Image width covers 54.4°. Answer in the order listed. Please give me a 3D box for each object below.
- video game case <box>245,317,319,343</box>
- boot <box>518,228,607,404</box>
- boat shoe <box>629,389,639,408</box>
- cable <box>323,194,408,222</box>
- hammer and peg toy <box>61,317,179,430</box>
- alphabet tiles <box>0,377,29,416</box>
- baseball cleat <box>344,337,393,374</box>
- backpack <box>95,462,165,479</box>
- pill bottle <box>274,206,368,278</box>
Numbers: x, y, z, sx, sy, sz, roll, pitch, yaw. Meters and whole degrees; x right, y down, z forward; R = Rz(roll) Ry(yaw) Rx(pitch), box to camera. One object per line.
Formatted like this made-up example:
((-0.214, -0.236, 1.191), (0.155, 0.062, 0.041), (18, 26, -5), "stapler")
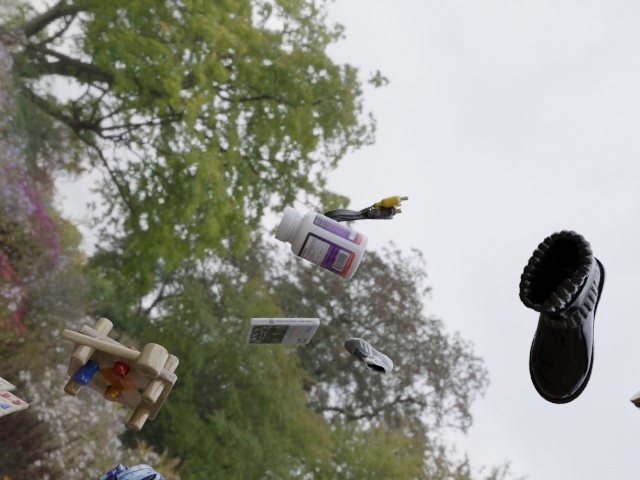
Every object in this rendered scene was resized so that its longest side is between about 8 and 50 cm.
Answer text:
((-0.104, 0.239, 1.630), (0.190, 0.173, 0.022), (114, -25, -64), "video game case")
((0.481, 0.163, 1.262), (0.131, 0.260, 0.348), (8, -95, 31), "boot")
((0.705, 0.322, 1.265), (0.073, 0.073, 0.207), (51, -13, 18), "boat shoe")
((0.147, -0.102, 2.067), (0.139, 0.287, 0.072), (114, -30, -75), "cable")
((-0.475, 0.296, 1.487), (0.266, 0.127, 0.361), (30, -43, -4), "hammer and peg toy")
((-0.674, 0.230, 1.092), (0.285, 0.011, 0.342), (31, -10, -1), "alphabet tiles")
((0.161, 0.413, 2.235), (0.206, 0.109, 0.072), (22, -75, 27), "baseball cleat")
((-0.529, 0.693, 1.736), (0.117, 0.173, 0.158), (41, -23, 38), "backpack")
((0.000, 0.000, 1.392), (0.193, 0.108, 0.108), (25, -35, -1), "pill bottle")
